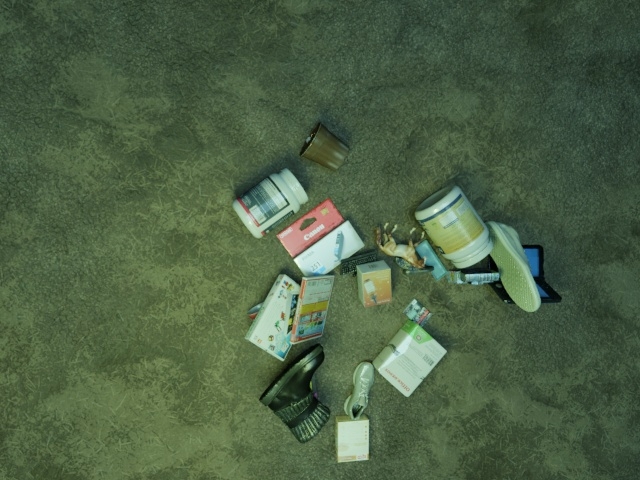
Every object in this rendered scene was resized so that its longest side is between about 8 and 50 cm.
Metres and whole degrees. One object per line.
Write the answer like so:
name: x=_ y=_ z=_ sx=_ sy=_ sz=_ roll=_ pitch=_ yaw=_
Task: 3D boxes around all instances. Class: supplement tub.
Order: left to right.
supplement tub: x=-0.207 y=-0.155 z=1.768 sx=0.272 sy=0.191 sz=0.191 roll=-36 pitch=98 yaw=-6
supplement tub: x=0.590 y=-0.059 z=1.883 sx=0.228 sy=0.228 sz=0.316 roll=-38 pitch=98 yaw=-6

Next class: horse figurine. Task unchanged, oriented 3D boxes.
horse figurine: x=0.356 y=0.018 z=1.918 sx=0.263 sy=0.066 sz=0.174 roll=14 pitch=85 yaw=0

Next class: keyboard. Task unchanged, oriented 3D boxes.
keyboard: x=0.171 y=0.114 z=1.903 sx=0.180 sy=0.023 sz=0.108 roll=-14 pitch=125 yaw=-18

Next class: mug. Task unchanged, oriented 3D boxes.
mug: x=-0.211 y=0.353 z=1.836 sx=0.150 sy=0.113 sz=0.169 roll=-26 pitch=100 yaw=-5

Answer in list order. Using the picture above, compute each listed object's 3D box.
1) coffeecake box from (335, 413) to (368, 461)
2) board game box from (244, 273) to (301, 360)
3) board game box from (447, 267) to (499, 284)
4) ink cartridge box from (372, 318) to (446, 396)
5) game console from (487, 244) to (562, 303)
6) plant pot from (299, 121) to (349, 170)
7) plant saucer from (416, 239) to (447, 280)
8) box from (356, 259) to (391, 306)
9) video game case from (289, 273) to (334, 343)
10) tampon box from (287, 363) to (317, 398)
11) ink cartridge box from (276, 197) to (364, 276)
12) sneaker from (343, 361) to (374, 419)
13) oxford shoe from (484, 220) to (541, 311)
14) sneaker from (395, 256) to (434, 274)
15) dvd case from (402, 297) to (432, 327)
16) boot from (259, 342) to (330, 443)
coffeecake box: x=0.142 y=0.894 z=1.940 sx=0.142 sy=0.068 sz=0.185 roll=0 pitch=93 yaw=-9
board game box: x=-0.163 y=0.321 z=1.787 sx=0.193 sy=0.053 sz=0.305 roll=42 pitch=63 yaw=-29
board game box: x=0.687 y=0.167 z=1.952 sx=0.194 sy=0.194 sz=0.060 roll=-4 pitch=93 yaw=5
ink cartridge box: x=0.399 y=0.530 z=1.939 sx=0.198 sy=0.115 sz=0.273 roll=43 pitch=86 yaw=-8
game console: x=0.949 y=0.154 z=1.988 sx=0.293 sy=0.250 sz=0.173 roll=-1 pitch=120 yaw=-9
plant pot: x=0.024 y=-0.389 z=1.816 sx=0.165 sy=0.167 sz=0.167 roll=28 pitch=88 yaw=-17
plant saucer: x=0.513 y=0.092 z=1.986 sx=0.067 sy=0.018 sz=0.192 roll=-36 pitch=97 yaw=-6
box: x=0.236 y=0.190 z=1.883 sx=0.130 sy=0.091 sz=0.170 roll=-11 pitch=114 yaw=-9
video game case: x=-0.033 y=0.287 z=1.821 sx=0.025 sy=0.204 sz=0.285 roll=16 pitch=99 yaw=35
tampon box: x=-0.079 y=0.607 z=1.842 sx=0.102 sy=0.161 sz=0.120 roll=-7 pitch=94 yaw=-9
ink cartridge box: x=0.000 y=0.000 z=1.874 sx=0.296 sy=0.066 sz=0.261 roll=-36 pitch=99 yaw=-6
sneaker: x=0.188 y=0.677 z=1.910 sx=0.099 sy=0.121 sz=0.262 roll=17 pitch=90 yaw=-10
oxford shoe: x=0.866 y=0.098 z=1.902 sx=0.130 sy=0.169 sz=0.449 roll=-6 pitch=59 yaw=-19
sneaker: x=0.430 y=0.106 z=1.952 sx=0.170 sy=0.051 sz=0.089 roll=-9 pitch=95 yaw=3
dvd case: x=0.451 y=0.339 z=1.990 sx=0.119 sy=0.013 sz=0.087 roll=40 pitch=86 yaw=-10
boot: x=-0.043 y=0.602 z=1.694 sx=0.260 sy=0.131 sz=0.348 roll=43 pitch=99 yaw=0
